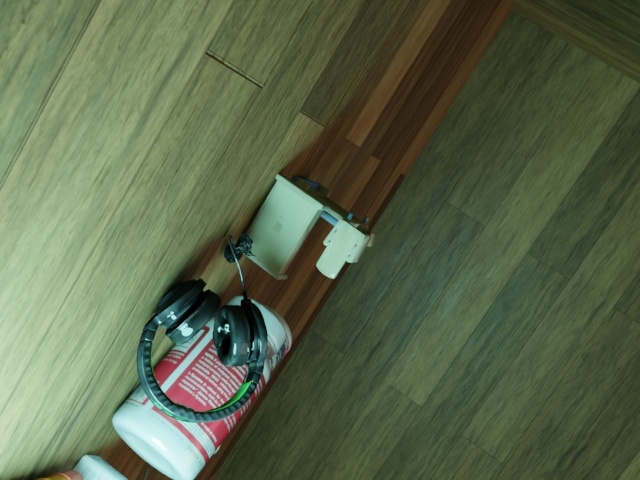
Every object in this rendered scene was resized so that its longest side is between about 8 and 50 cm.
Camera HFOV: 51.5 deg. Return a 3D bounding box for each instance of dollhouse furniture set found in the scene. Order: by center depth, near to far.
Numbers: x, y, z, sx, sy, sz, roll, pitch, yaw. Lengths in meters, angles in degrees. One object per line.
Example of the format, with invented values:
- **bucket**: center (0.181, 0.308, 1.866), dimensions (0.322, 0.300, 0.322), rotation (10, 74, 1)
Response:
- **dollhouse furniture set**: center (0.000, 0.000, 1.607), dimensions (0.198, 0.286, 0.303), rotation (-58, 159, 11)

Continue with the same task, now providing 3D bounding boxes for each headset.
- **headset**: center (-0.221, 0.167, 1.339), dimensions (0.185, 0.243, 0.394), rotation (-25, -138, 59)

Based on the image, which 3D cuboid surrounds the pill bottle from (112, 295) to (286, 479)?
- **pill bottle**: center (-0.264, 0.330, 1.549), dimensions (0.408, 0.229, 0.229), rotation (-50, 168, -32)

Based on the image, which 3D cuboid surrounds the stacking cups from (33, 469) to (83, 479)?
- **stacking cups**: center (-0.520, 0.473, 1.208), dimensions (0.096, 0.096, 0.316), rotation (-56, 174, -2)

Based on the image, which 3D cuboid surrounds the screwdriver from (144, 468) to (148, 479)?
- **screwdriver**: center (-0.570, 0.787, 2.151), dimensions (0.025, 0.024, 0.170), rotation (-5, 132, -39)

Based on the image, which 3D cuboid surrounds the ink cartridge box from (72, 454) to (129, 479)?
- **ink cartridge box**: center (-0.458, 0.630, 1.440), dimensions (0.198, 0.272, 0.115), rotation (-53, 170, -17)

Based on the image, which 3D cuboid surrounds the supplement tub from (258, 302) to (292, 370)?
- **supplement tub**: center (-0.221, 0.318, 1.835), dimensions (0.272, 0.191, 0.191), rotation (-47, 167, -44)

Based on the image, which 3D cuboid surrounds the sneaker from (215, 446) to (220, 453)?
- **sneaker**: center (-0.308, 0.519, 1.907), dimensions (0.086, 0.064, 0.192), rotation (25, 85, -38)
